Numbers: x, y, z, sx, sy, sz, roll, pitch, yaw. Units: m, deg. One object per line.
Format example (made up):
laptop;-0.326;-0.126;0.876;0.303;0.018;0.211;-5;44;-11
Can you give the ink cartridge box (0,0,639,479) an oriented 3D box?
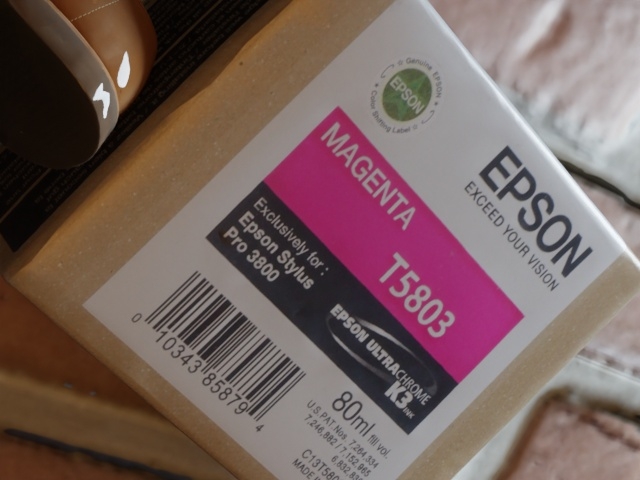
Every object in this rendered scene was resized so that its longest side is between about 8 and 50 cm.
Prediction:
ink cartridge box;0.000;0.000;0.739;0.193;0.088;0.234;-45;125;0

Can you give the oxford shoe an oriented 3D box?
oxford shoe;-0.133;-0.128;0.620;0.212;0.076;0.076;56;44;-22
